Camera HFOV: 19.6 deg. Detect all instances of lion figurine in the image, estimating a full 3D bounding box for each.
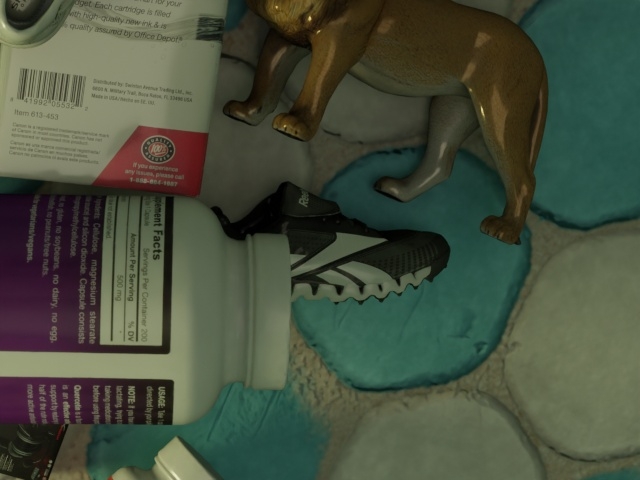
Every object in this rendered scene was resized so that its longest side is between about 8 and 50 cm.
[{"bbox_3d":[0.073,-0.166,1.551,0.392,0.142,0.240,27,86,-34],"label":"lion figurine"}]

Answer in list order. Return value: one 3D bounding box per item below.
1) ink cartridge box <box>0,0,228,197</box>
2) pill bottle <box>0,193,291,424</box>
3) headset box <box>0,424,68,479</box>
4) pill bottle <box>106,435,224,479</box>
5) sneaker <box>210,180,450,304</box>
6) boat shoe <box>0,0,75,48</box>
[{"bbox_3d":[-0.171,-0.165,1.476,0.172,0.100,0.237,6,99,-18],"label":"ink cartridge box"},{"bbox_3d":[-0.188,0.054,1.451,0.323,0.181,0.181,1,102,-5],"label":"pill bottle"},{"bbox_3d":[-0.262,0.164,1.560,0.083,0.032,0.062,19,96,-21],"label":"headset box"},{"bbox_3d":[-0.164,0.260,1.570,0.193,0.108,0.108,-44,110,-4],"label":"pill bottle"},{"bbox_3d":[0.000,0.000,1.578,0.234,0.078,0.106,-7,106,-13],"label":"sneaker"},{"bbox_3d":[-0.168,-0.267,1.353,0.098,0.096,0.277,21,92,-18],"label":"boat shoe"}]
